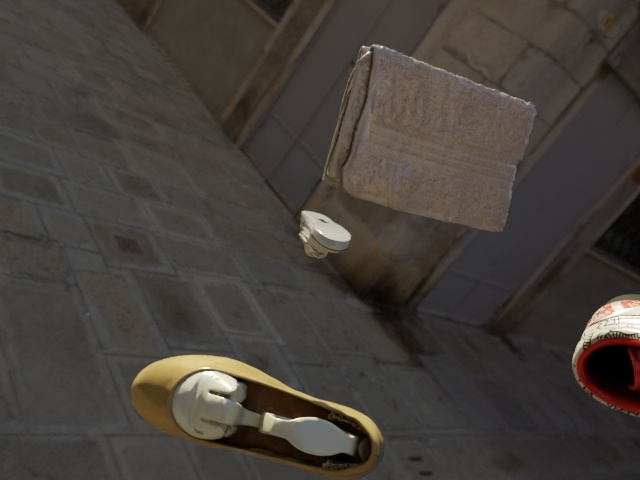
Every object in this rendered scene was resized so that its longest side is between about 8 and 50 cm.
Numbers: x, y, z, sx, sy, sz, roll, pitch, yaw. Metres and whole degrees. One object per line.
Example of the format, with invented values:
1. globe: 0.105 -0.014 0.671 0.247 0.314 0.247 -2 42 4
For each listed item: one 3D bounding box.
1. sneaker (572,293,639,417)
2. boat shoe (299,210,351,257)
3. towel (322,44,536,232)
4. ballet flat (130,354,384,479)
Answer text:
1. sneaker: 0.355 0.105 0.540 0.270 0.090 0.145 2 15 39
2. boat shoe: 0.000 0.000 0.604 0.035 0.035 0.100 9 13 -21
3. towel: 0.149 -0.123 0.833 0.282 0.187 0.049 11 8 -24
4. ballet flat: -0.055 0.149 0.559 0.232 0.080 0.073 13 -13 0
